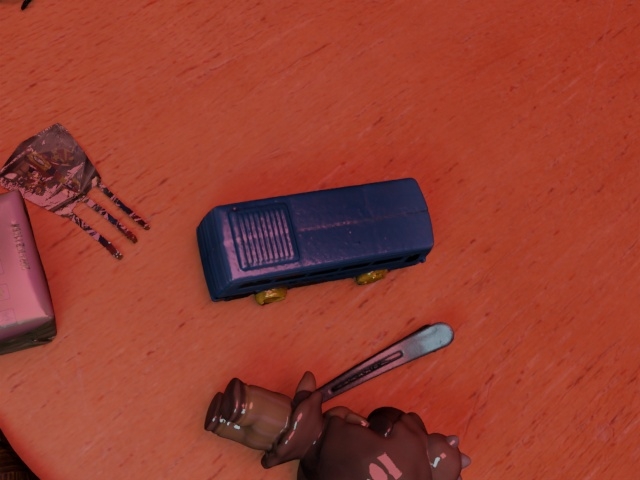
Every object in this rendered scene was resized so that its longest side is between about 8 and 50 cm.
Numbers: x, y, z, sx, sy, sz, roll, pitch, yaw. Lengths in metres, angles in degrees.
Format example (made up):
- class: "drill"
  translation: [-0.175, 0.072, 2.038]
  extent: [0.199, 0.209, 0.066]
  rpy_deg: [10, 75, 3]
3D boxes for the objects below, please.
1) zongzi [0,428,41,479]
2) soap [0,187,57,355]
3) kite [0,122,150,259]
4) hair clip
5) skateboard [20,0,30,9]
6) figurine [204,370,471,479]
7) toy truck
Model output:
- class: "zongzi"
  translation: [-0.406, 0.343, 1.177]
  extent: [0.187, 0.084, 0.184]
  rpy_deg: [15, 61, -21]
- class: "soap"
  translation: [-0.463, 0.055, 1.173]
  extent: [0.139, 0.182, 0.199]
  rpy_deg: [-14, 79, -21]
- class: "kite"
  translation: [-0.388, -0.075, 1.325]
  extent: [0.245, 0.015, 0.141]
  rpy_deg: [41, 70, -3]
- class: "hair clip"
  translation: [0.095, 0.214, 1.386]
  extent: [0.275, 0.083, 0.048]
  rpy_deg: [-27, 90, -15]
- class: "skateboard"
  translation: [-0.491, -0.454, 1.375]
  extent: [0.080, 0.067, 0.151]
  rpy_deg: [37, 73, -17]
- class: "figurine"
  translation: [0.016, 0.320, 1.238]
  extent: [0.381, 0.248, 0.203]
  rpy_deg: [28, 28, -8]
- class: "toy truck"
  translation: [0.000, 0.000, 1.353]
  extent: [0.385, 0.162, 0.161]
  rpy_deg: [-9, 77, -21]
